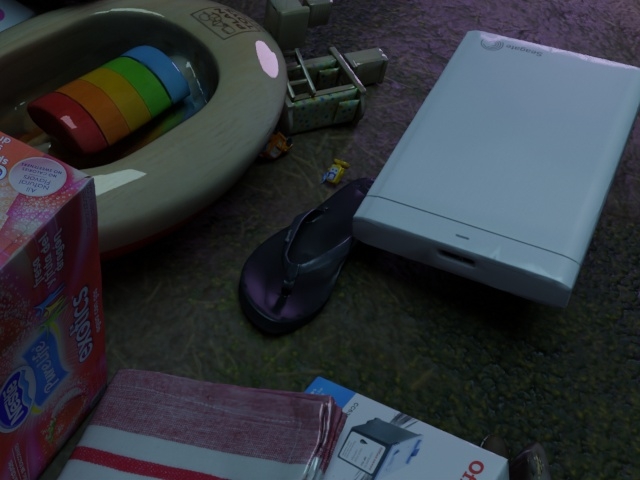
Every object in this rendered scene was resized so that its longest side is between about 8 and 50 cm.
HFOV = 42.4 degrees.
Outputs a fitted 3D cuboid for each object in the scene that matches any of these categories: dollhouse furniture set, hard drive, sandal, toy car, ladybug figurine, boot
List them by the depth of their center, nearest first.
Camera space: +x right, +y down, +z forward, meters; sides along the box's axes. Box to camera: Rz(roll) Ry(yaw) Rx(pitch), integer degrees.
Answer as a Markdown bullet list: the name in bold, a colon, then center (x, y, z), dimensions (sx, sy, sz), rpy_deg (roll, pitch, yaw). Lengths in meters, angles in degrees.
- **boot**: center (0.173, 0.200, 0.736), dimensions (0.037, 0.114, 0.106), rpy_deg (11, 50, -4)
- **ladybug figurine**: center (-0.221, -0.113, 0.876), dimensions (0.305, 0.162, 0.449), rpy_deg (40, 54, 21)
- **sandal**: center (0.000, -0.001, 0.902), dimensions (0.097, 0.054, 0.254), rpy_deg (32, 52, 15)
- **hard drive**: center (0.215, -0.101, 0.935), dimensions (0.233, 0.047, 0.353), rpy_deg (19, 53, 19)
- **toy car**: center (-0.031, -0.102, 0.982), dimensions (0.122, 0.060, 0.040), rpy_deg (25, 82, 17)
- **dollhouse furniture set**: center (0.027, -0.225, 1.023), dimensions (0.182, 0.161, 0.101), rpy_deg (-16, 56, -23)

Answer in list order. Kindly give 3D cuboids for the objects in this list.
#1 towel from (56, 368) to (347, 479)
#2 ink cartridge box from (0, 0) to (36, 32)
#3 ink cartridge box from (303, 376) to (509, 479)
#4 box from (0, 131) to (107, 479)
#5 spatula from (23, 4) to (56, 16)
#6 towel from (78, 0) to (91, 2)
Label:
- **towel**: center (-0.139, 0.242, 0.618), dimensions (0.237, 0.037, 0.329), rpy_deg (1, 46, 27)
- **ink cartridge box**: center (-0.537, -0.210, 0.879), dimensions (0.330, 0.071, 0.324), rpy_deg (30, 61, -3)
- **ink cartridge box**: center (0.041, 0.214, 0.680), dimensions (0.190, 0.082, 0.139), rpy_deg (17, 45, 33)
- **box**: center (-0.270, 0.061, 0.631), dimensions (0.154, 0.300, 0.142), rpy_deg (27, 50, 9)
- **spatula**: center (-0.440, -0.265, 1.051), dimensions (0.242, 0.019, 0.168), rpy_deg (14, 55, 1)
- **towel**: center (-0.370, -0.355, 0.981), dimensions (0.331, 0.317, 0.053), rpy_deg (19, 94, 4)
